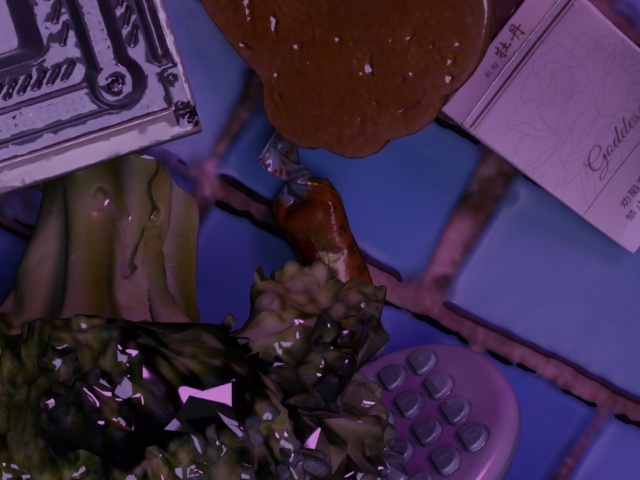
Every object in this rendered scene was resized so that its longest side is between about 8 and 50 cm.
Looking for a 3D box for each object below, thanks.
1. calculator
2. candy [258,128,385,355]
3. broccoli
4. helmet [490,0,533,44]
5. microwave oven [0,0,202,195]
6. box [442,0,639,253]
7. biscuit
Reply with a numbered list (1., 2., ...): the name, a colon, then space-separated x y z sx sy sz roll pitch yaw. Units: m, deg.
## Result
1. calculator: -0.004 0.173 1.144 0.299 0.185 0.041 -36 125 0
2. candy: 0.000 0.000 1.162 0.046 0.053 0.182 -22 108 4
3. broccoli: -0.130 0.113 1.054 0.317 0.338 0.277 -57 136 -13
4. helmet: 0.100 -0.172 1.115 0.098 0.070 0.123 3 108 -11
5. microwave oven: -0.212 -0.122 1.034 0.240 0.145 0.194 -18 113 -4
6. box: 0.174 -0.077 1.148 0.198 0.029 0.109 32 99 -39
7. biscuit: 0.016 -0.161 1.080 0.181 0.049 0.208 -33 91 26
